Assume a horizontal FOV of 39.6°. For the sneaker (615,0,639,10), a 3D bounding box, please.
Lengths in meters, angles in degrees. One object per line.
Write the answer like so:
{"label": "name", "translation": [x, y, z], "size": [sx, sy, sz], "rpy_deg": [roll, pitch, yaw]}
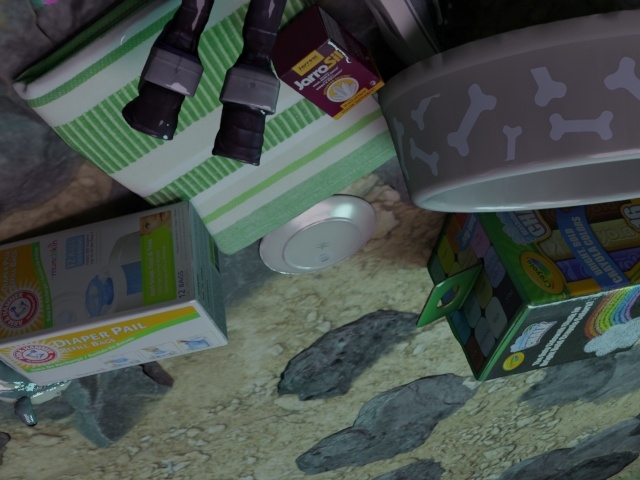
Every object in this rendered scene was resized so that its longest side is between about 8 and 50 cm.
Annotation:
{"label": "sneaker", "translation": [0.364, -0.283, 0.726], "size": [0.292, 0.118, 0.110], "rpy_deg": [-38, 157, 11]}

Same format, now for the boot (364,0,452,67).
{"label": "boot", "translation": [0.091, -0.199, 0.741], "size": [0.086, 0.069, 0.190], "rpy_deg": [-45, 154, 3]}

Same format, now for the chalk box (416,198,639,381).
{"label": "chalk box", "translation": [0.247, 0.040, 1.061], "size": [0.288, 0.179, 0.180], "rpy_deg": [-7, 145, -18]}

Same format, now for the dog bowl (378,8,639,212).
{"label": "dog bowl", "translation": [0.227, -0.095, 0.773], "size": [0.348, 0.102, 0.349], "rpy_deg": [-4, 175, 0]}

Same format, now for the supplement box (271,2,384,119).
{"label": "supplement box", "translation": [0.005, -0.143, 0.720], "size": [0.055, 0.043, 0.083], "rpy_deg": [-34, 145, 23]}

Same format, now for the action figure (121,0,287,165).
{"label": "action figure", "translation": [-0.049, -0.200, 0.592], "size": [0.185, 0.099, 0.285], "rpy_deg": [19, 104, -8]}

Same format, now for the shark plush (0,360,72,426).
{"label": "shark plush", "translation": [-0.355, 0.138, 1.002], "size": [0.067, 0.073, 0.161], "rpy_deg": [-44, 123, -2]}

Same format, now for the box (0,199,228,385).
{"label": "box", "translation": [-0.203, 0.054, 0.857], "size": [0.203, 0.114, 0.103], "rpy_deg": [-13, 149, 6]}

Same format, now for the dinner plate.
{"label": "dinner plate", "translation": [0.000, 0.000, 1.012], "size": [0.141, 0.017, 0.141], "rpy_deg": [-15, 147, -10]}

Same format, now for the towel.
{"label": "towel", "translation": [-0.076, -0.112, 0.797], "size": [0.247, 0.038, 0.325], "rpy_deg": [-31, 146, 14]}

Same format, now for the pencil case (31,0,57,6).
{"label": "pencil case", "translation": [-0.237, -0.215, 0.505], "size": [0.236, 0.104, 0.104], "rpy_deg": [15, 132, -42]}
